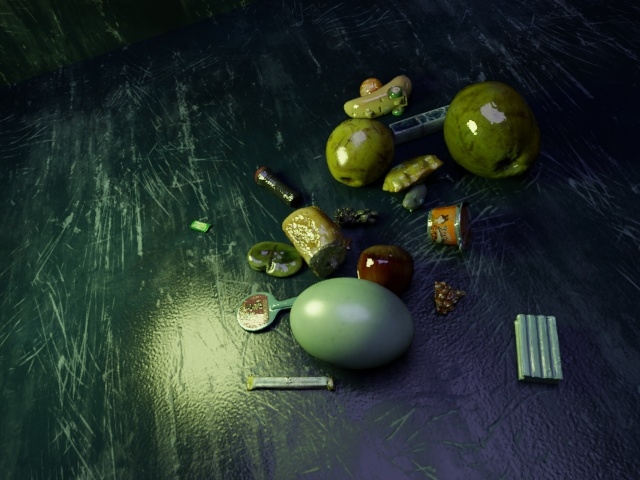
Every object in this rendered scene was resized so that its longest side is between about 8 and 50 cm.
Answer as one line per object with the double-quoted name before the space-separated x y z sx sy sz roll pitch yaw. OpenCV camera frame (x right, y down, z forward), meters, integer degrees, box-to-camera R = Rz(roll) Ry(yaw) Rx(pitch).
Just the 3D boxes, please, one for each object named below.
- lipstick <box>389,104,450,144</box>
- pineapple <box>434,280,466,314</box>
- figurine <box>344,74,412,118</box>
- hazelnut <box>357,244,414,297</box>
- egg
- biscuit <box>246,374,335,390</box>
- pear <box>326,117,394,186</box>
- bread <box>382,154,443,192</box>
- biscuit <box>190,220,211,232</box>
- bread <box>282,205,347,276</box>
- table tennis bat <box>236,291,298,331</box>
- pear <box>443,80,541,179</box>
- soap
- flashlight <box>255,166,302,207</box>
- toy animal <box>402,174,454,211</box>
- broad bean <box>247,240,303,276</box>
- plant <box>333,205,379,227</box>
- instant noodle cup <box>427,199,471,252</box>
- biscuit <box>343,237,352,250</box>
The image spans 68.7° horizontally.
"lipstick" 0.443 -0.498 2.012 0.290 0.076 0.077 -18 52 -3
"pineapple" 0.426 0.187 1.561 0.114 0.077 0.114 -5 89 -4
"figurine" 0.260 -0.662 2.140 0.325 0.124 0.222 -19 54 4
"hazelnut" 0.216 0.117 1.583 0.208 0.208 0.208 -6 55 8
"egg" 0.095 0.254 1.445 0.389 0.276 0.276 8 58 17
"biscuit" -0.098 0.457 1.502 0.292 0.026 0.048 -3 59 11
"pear" 0.156 -0.348 1.867 0.284 0.283 0.283 -6 55 8
"bread" 0.354 -0.268 1.834 0.233 0.088 0.161 -27 23 -10
"biscuit" -0.501 -0.058 1.951 0.089 0.016 0.046 14 58 20
"bread" 0.000 0.000 1.688 0.176 0.195 0.246 -37 58 2
"table tennis bat" -0.184 0.243 1.665 0.245 0.040 0.152 -14 53 8
"pear" 0.632 -0.409 1.754 0.352 0.351 0.413 -15 50 2
"soap" 0.651 0.324 1.406 0.115 0.063 0.198 4 57 13
"flashlight" -0.175 -0.218 1.955 0.093 0.093 0.232 -41 63 -16
"toy animal" 0.407 -0.195 1.827 0.253 0.070 0.079 -34 90 -26
"broad bean" -0.168 0.067 1.769 0.207 0.072 0.153 4 60 0
"plant" 0.137 -0.089 1.799 0.174 0.087 0.085 0 91 9
"instant noodle cup" 0.453 -0.053 1.657 0.126 0.177 0.208 0 36 29
"biscuit" 0.075 0.013 1.777 0.092 0.016 0.082 25 66 24
